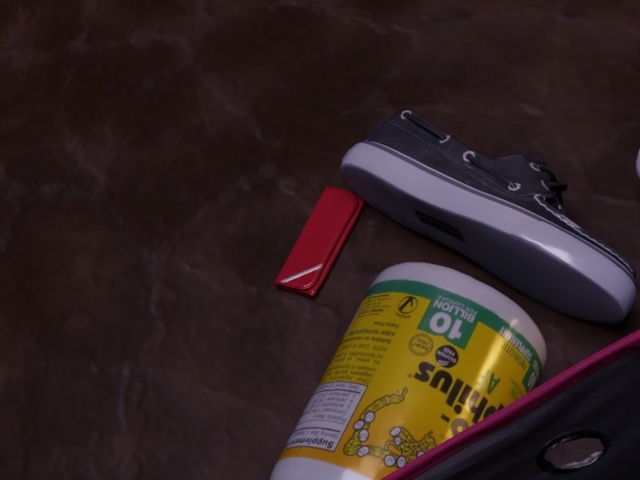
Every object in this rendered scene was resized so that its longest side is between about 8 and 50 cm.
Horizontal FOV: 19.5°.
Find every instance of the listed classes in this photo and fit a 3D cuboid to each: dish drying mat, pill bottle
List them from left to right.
[{"bbox_3d":[0.000,0.000,1.249,0.032,0.008,0.083,15,63,26],"label":"dish drying mat"},{"bbox_3d":[0.042,0.127,1.085,0.117,0.117,0.208,17,63,25],"label":"pill bottle"}]

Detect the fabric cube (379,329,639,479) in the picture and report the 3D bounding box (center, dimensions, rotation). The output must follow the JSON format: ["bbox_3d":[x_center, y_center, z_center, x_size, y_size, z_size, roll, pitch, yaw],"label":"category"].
[{"bbox_3d":[0.186,0.220,0.851,0.254,0.258,0.259,-32,51,21],"label":"fabric cube"}]

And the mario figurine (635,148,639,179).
[{"bbox_3d":[0.255,-0.024,1.088,0.198,0.170,0.320,1,62,29],"label":"mario figurine"}]

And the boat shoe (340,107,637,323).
[{"bbox_3d":[0.118,-0.024,1.195,0.228,0.080,0.076,27,69,37],"label":"boat shoe"}]
